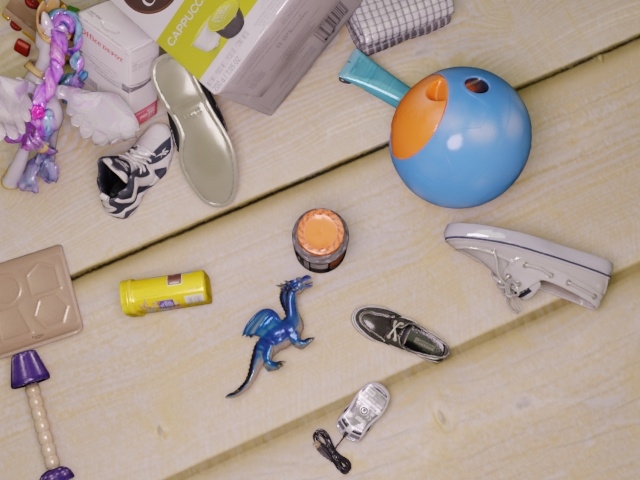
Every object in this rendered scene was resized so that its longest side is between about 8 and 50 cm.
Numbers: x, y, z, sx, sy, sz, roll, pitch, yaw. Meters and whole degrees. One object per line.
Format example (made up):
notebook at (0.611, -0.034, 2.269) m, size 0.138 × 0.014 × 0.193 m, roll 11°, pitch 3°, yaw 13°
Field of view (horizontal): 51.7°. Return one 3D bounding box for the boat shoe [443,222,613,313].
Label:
boat shoe at (0.426, 0.075, 1.398) m, size 0.367 × 0.136 × 0.157 m, roll 17°, pitch 83°, yaw -7°

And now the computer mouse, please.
computer mouse at (0.074, 0.379, 1.377) m, size 0.106 × 0.042 × 0.193 m, roll 40°, pitch 87°, yaw 11°

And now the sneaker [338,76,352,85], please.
sneaker at (0.084, -0.379, 1.520) m, size 0.083 × 0.035 × 0.031 m, roll -3°, pitch 78°, yaw -2°

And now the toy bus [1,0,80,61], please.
toy bus at (-0.607, -0.496, 1.502) m, size 0.190 × 0.202 × 0.104 m, roll 9°, pitch 49°, yaw 8°

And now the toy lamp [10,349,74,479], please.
toy lamp at (-0.577, 0.363, 1.359) m, size 0.080 × 0.080 × 0.275 m, roll -16°, pitch 81°, yaw -3°

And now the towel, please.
towel at (0.147, -0.590, 1.522) m, size 0.235 × 0.121 × 0.284 m, roll -21°, pitch 82°, yaw -3°

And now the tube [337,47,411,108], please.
tube at (0.146, -0.347, 1.488) m, size 0.207 × 0.052 × 0.080 m, roll 32°, pitch 72°, yaw -5°

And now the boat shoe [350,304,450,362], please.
boat shoe at (0.170, 0.192, 1.395) m, size 0.219 × 0.070 × 0.078 m, roll 21°, pitch 80°, yaw 4°

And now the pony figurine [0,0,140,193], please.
pony figurine at (-0.562, -0.268, 1.336) m, size 0.302 × 0.363 × 0.351 m, roll 3°, pitch 51°, yaw -36°

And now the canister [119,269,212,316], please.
canister at (-0.319, 0.110, 1.383) m, size 0.169 × 0.126 × 0.073 m, roll -9°, pitch 79°, yaw -4°

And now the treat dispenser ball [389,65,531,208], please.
treat dispenser ball at (0.285, -0.209, 1.361) m, size 0.288 × 0.288 × 0.288 m, roll 0°, pitch 79°, yaw 0°

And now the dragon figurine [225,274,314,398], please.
dragon figurine at (-0.111, 0.195, 1.386) m, size 0.289 × 0.085 × 0.144 m, roll -39°, pitch 82°, yaw -8°

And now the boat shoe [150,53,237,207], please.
boat shoe at (-0.265, -0.241, 1.441) m, size 0.127 × 0.113 × 0.340 m, roll -22°, pitch 108°, yaw 8°

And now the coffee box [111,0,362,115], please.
coffee box at (-0.167, -0.505, 1.344) m, size 0.334 × 0.338 × 0.338 m, roll 43°, pitch 103°, yaw 8°

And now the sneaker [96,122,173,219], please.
sneaker at (-0.402, -0.165, 1.418) m, size 0.094 × 0.153 × 0.235 m, roll 35°, pitch 81°, yaw 4°

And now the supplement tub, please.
supplement tub at (0.000, 0.000, 1.370) m, size 0.117 × 0.190 × 0.117 m, roll 0°, pitch 79°, yaw 0°

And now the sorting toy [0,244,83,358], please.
sorting toy at (-0.625, 0.131, 1.425) m, size 0.193 × 0.038 × 0.208 m, roll -18°, pitch 75°, yaw -4°

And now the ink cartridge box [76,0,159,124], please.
ink cartridge box at (-0.431, -0.372, 1.412) m, size 0.158 × 0.218 × 0.092 m, roll 37°, pitch 54°, yaw 13°
